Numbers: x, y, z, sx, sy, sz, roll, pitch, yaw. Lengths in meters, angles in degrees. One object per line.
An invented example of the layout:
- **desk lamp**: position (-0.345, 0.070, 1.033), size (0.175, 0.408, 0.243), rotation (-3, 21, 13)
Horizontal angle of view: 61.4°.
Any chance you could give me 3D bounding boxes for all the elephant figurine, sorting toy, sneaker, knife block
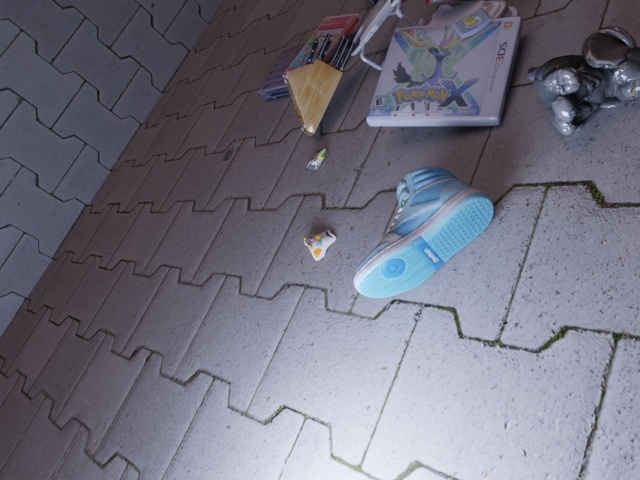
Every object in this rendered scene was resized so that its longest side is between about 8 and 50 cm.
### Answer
- **elephant figurine**: position (0.544, -0.306, 1.009), size (0.239, 0.186, 0.169), rotation (-24, -1, 16)
- **sorting toy**: position (0.000, 0.000, 1.389), size (0.075, 0.045, 0.083), rotation (-30, 36, -5)
- **sneaker**: position (-0.010, -0.243, 1.622), size (0.083, 0.031, 0.035), rotation (-45, 22, 0)
- **sneaker**: position (0.184, -0.028, 1.142), size (0.319, 0.127, 0.208), rotation (-35, 39, 4)
- **knife block**: position (0.020, -0.496, 1.700), size (0.242, 0.275, 0.088), rotation (-20, 6, -5)

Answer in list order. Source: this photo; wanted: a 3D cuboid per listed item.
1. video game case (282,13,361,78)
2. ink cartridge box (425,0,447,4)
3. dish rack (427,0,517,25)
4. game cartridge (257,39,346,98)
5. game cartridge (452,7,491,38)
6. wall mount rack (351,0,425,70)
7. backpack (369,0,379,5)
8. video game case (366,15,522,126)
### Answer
- **video game case**: position (0.000, -0.684, 1.914), size (0.285, 0.025, 0.204), rotation (-55, 36, -6)
- **ink cartridge box**: position (0.368, -0.777, 1.451), size (0.172, 0.237, 0.100), rotation (-8, 12, -4)
- **dish rack**: position (0.339, -0.531, 1.473), size (0.333, 0.072, 0.285), rotation (-52, 35, -5)
- **game cartridge**: position (-0.069, -0.647, 2.022), size (0.355, 0.068, 0.230), rotation (7, 60, 49)
- **game cartridge**: position (0.373, -0.532, 1.324), size (0.083, 0.017, 0.056), rotation (-29, 59, 11)
- **wall mount rack**: position (0.231, -0.700, 1.642), size (0.350, 0.131, 0.304), rotation (-37, 35, 56)
- **backpack**: position (0.215, -0.978, 1.918), size (0.225, 0.191, 0.253), rotation (-38, 32, 17)
- **video game case**: position (0.301, -0.413, 1.330), size (0.329, 0.036, 0.299), rotation (7, 68, 30)
